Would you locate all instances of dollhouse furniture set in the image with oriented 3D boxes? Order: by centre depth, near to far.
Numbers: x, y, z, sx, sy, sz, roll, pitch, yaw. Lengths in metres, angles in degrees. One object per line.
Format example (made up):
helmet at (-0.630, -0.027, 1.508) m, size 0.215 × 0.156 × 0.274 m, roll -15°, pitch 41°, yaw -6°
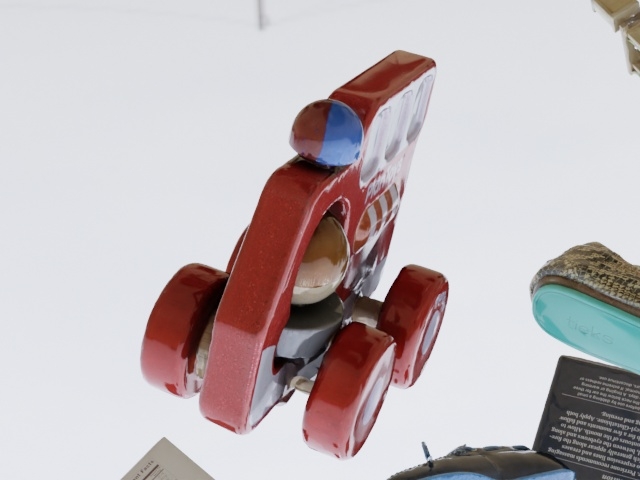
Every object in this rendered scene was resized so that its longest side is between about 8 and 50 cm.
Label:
dollhouse furniture set at (0.471, -0.273, 1.634) m, size 0.161 × 0.101 × 0.182 m, roll -30°, pitch -130°, yaw -2°

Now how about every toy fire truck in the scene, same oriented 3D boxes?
toy fire truck at (0.000, 0.000, 0.942) m, size 0.169 × 0.254 × 0.302 m, roll 19°, pitch -155°, yaw 17°

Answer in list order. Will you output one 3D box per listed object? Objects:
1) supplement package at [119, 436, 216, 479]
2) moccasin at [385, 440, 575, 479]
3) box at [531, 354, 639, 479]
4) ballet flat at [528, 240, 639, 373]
supplement package at (-0.185, 0.425, 1.805) m, size 0.244 × 0.139 × 0.134 m, roll 38°, pitch -126°, yaw 11°
moccasin at (0.206, 0.355, 1.790) m, size 0.342 × 0.137 × 0.117 m, roll 7°, pitch -162°, yaw -38°
box at (0.468, 0.435, 2.109) m, size 0.212 × 0.395 × 0.293 m, roll 12°, pitch 162°, yaw 26°
ballet flat at (0.485, 0.134, 1.526) m, size 0.483 × 0.164 × 0.182 m, roll 33°, pitch -128°, yaw 28°
